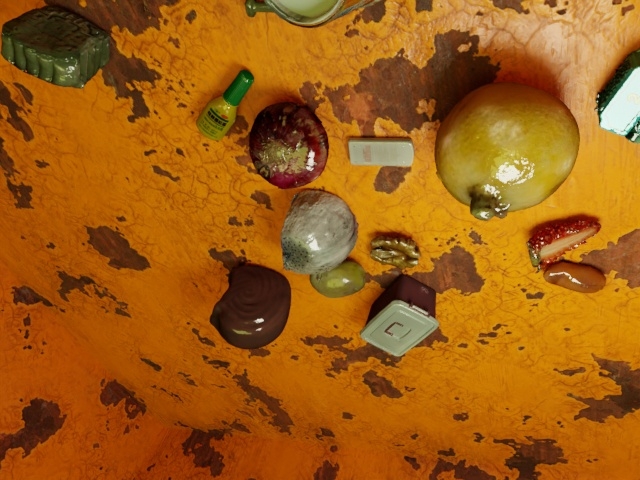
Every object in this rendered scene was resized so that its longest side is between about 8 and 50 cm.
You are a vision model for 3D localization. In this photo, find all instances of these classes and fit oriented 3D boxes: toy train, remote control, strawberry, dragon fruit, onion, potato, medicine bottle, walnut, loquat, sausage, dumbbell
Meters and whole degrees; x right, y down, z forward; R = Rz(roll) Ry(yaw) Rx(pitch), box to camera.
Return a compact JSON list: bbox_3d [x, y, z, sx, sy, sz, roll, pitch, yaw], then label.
[{"bbox_3d":[0.733,-0.326,1.079,0.163,0.112,0.203,23,133,5],"label":"toy train"},{"bbox_3d":[0.177,-0.259,1.397,0.190,0.029,0.087,4,133,17],"label":"remote control"},{"bbox_3d":[0.709,-0.003,1.425,0.208,0.087,0.167,-26,143,8],"label":"strawberry"},{"bbox_3d":[0.000,0.000,1.577,0.204,0.221,0.282,11,132,18],"label":"dragon fruit"},{"bbox_3d":[-0.089,-0.272,1.371,0.247,0.190,0.246,5,110,15],"label":"onion"},{"bbox_3d":[0.062,0.134,1.727,0.201,0.154,0.136,2,112,20],"label":"potato"},{"bbox_3d":[-0.276,-0.397,1.407,0.095,0.064,0.260,37,132,-16],"label":"medicine bottle"},{"bbox_3d":[0.253,0.031,1.616,0.170,0.069,0.142,13,136,10],"label":"walnut"},{"bbox_3d":[0.429,-0.196,1.150,0.329,0.359,0.328,23,158,10],"label":"loquat"},{"bbox_3d":[0.791,0.114,1.497,0.179,0.089,0.089,13,135,13],"label":"sausage"},{"bbox_3d":[-0.128,-0.581,1.192,0.118,0.046,0.052,9,139,11],"label":"dumbbell"}]

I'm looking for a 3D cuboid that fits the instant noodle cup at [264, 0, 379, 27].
[{"bbox_3d":[0.009,-0.586,0.973,0.297,0.214,0.296,22,140,20],"label":"instant noodle cup"}]

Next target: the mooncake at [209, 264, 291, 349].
[{"bbox_3d":[-0.263,0.236,1.829,0.334,0.326,0.174,43,143,25],"label":"mooncake"}]

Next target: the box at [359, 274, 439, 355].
[{"bbox_3d":[0.292,0.272,1.760,0.194,0.167,0.294,27,135,-8],"label":"box"}]

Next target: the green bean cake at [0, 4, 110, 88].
[{"bbox_3d":[-0.724,-0.533,1.324,0.223,0.227,0.125,27,137,-6],"label":"green bean cake"}]
